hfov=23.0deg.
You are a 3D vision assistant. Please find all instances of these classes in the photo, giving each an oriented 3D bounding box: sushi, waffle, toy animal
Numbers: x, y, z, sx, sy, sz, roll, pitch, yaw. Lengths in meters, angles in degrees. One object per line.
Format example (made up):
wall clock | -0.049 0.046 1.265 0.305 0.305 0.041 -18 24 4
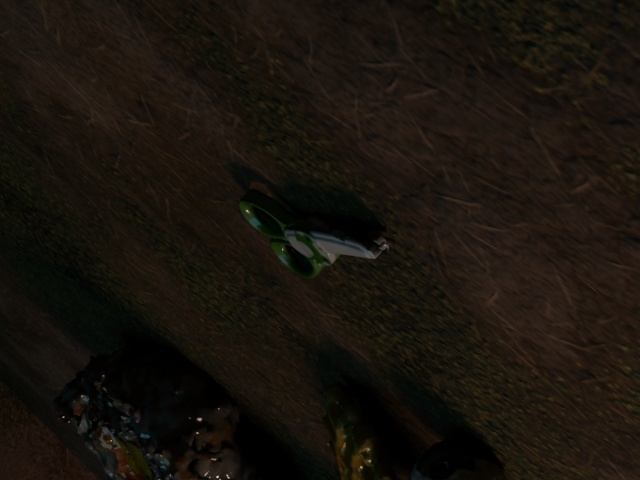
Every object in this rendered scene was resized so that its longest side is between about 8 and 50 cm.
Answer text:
sushi | -0.197 0.314 2.236 0.417 0.176 0.417 44 163 18
waffle | 0.065 0.277 1.723 0.291 0.051 0.291 59 171 15
toy animal | 0.128 0.256 1.581 0.098 0.098 0.137 39 143 7

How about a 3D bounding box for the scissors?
scissors | 0.000 0.000 1.379 0.101 0.027 0.204 49 162 -24
